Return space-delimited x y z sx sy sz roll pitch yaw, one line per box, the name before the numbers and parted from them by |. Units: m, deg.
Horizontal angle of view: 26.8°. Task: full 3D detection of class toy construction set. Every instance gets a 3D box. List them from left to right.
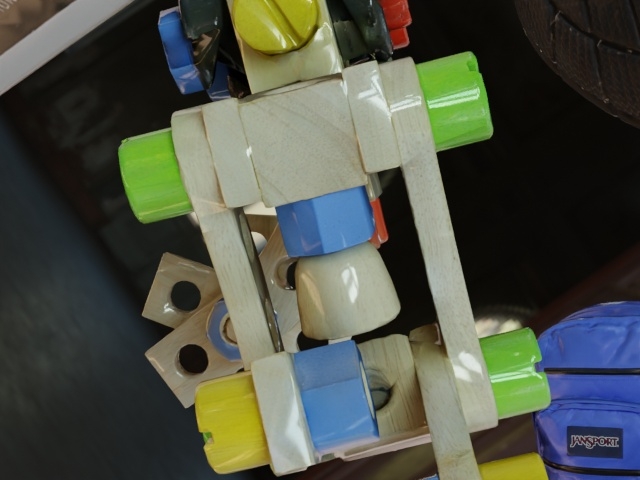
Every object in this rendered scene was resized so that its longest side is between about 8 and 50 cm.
toy construction set | 0.000 0.000 0.541 0.327 0.151 0.215 180 -105 -79

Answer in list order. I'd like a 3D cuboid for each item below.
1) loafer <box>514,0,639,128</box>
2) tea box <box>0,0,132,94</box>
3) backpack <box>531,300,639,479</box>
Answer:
loafer | 0.189 -0.095 0.510 0.302 0.095 0.109 23 -46 62
tea box | -0.215 -0.209 0.535 0.220 0.329 0.324 35 39 -39
backpack | 0.150 0.091 0.646 0.101 0.098 0.120 -6 94 -67
